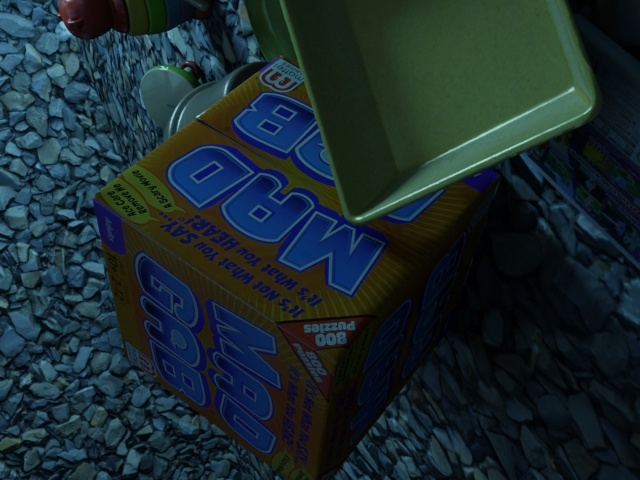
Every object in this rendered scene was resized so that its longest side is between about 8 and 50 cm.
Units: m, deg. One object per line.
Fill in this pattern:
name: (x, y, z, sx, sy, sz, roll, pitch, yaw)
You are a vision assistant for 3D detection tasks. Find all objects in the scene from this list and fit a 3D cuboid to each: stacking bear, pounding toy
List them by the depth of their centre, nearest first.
stacking bear: (-0.378, -0.485, 1.639, 0.175, 0.289, 0.164, 44, 148, 45)
pounding toy: (-0.283, -0.320, 1.870, 0.237, 0.110, 0.183, 34, 140, 5)

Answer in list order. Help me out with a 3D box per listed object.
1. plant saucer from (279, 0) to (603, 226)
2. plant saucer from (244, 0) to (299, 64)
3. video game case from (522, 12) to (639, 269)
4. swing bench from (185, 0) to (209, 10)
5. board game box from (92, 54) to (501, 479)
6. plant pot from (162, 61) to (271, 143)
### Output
plant saucer: (0.119, -0.220, 0.868, 0.333, 0.081, 0.333, -25, 79, 45)
plant saucer: (-0.059, -0.377, 1.341, 0.241, 0.037, 0.241, 51, 153, 38)
video game case: (0.290, -0.096, 0.820, 0.201, 0.023, 0.183, 53, 154, 31)
swing bench: (-0.270, -0.552, 1.339, 0.254, 0.165, 0.253, 19, 141, 9)
board game box: (-0.032, 0.044, 1.113, 0.356, 0.356, 0.356, 32, 145, 20)
plant pot: (-0.117, -0.185, 1.386, 0.263, 0.263, 0.229, 65, 152, 8)
